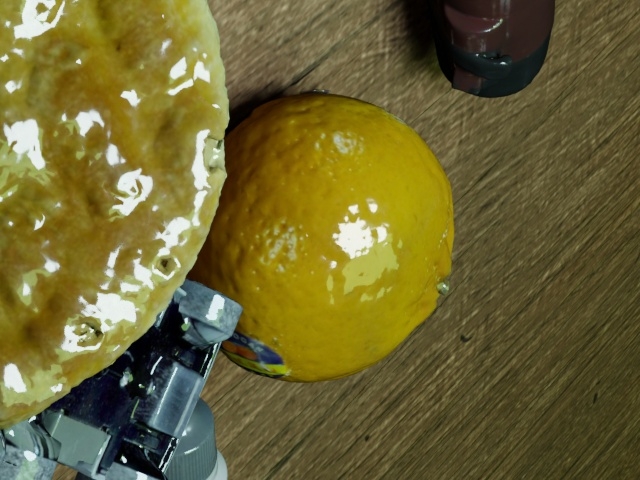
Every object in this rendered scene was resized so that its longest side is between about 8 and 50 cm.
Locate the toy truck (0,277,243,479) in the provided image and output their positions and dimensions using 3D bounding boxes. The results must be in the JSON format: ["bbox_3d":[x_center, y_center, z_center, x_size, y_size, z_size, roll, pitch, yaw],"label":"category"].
[{"bbox_3d":[-0.185,0.047,1.161,0.176,0.178,0.363,-66,155,-7],"label":"toy truck"}]

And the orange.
[{"bbox_3d":[-0.002,-0.001,1.450,0.219,0.193,0.219,10,90,-68],"label":"orange"}]

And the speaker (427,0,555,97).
[{"bbox_3d":[0.126,-0.268,1.526,0.329,0.198,0.259,74,8,-75],"label":"speaker"}]

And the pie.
[{"bbox_3d":[-0.201,-0.060,0.953,0.340,0.083,0.339,0,89,-25],"label":"pie"}]

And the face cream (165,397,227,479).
[{"bbox_3d":[-0.118,0.219,1.559,0.092,0.092,0.311,-42,147,-35],"label":"face cream"}]
